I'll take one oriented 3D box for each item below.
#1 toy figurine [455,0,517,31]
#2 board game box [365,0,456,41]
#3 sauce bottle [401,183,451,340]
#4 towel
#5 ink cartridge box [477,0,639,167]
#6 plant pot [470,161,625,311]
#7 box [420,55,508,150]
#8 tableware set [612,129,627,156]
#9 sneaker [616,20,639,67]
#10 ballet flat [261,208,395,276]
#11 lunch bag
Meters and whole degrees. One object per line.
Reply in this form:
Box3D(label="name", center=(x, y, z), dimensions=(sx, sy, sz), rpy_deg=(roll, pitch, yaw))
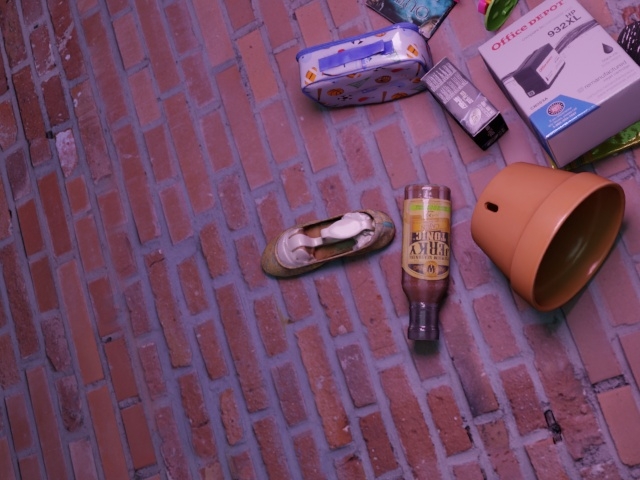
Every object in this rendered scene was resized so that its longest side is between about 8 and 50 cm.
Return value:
Box3D(label="toy figurine", center=(0.363, -0.581, 1.780), dimensions=(0.159, 0.130, 0.173), rpy_deg=(37, 75, 23))
Box3D(label="board game box", center=(0.214, -0.566, 1.877), dimensions=(0.186, 0.026, 0.126), rpy_deg=(39, 97, 20))
Box3D(label="sauce bottle", center=(0.235, 0.049, 1.751), dimensions=(0.111, 0.111, 0.344), rpy_deg=(-1, 84, 20))
Box3D(label="towel", center=(0.593, -0.227, 1.668), dimensions=(0.237, 0.021, 0.102), rpy_deg=(-22, 92, 25))
Box3D(label="ink cartridge box", center=(0.501, -0.340, 1.632), dimensions=(0.223, 0.129, 0.307), rpy_deg=(-34, 52, 13))
Box3D(label="plant pot", center=(0.445, -0.029, 1.607), dimensions=(0.203, 0.291, 0.291), rpy_deg=(36, 97, 37))
Box3D(label="box", center=(0.320, -0.299, 1.740), dimensions=(0.077, 0.147, 0.180), rpy_deg=(-42, 72, 11))
Box3D(label="tableware set", center=(0.581, -0.279, 1.697), dimensions=(0.194, 0.039, 0.128), rpy_deg=(31, 95, 21))
Box3D(label="sneaker", center=(0.772, -0.374, 1.608), dimensions=(0.330, 0.146, 0.122), rpy_deg=(27, 114, 44))
Box3D(label="ballet flat", center=(0.000, 0.000, 1.842), dimensions=(0.348, 0.123, 0.123), rpy_deg=(-15, 79, 19))
Box3D(label="lunch bag", center=(0.109, -0.394, 1.779), dimensions=(0.303, 0.243, 0.115), rpy_deg=(-12, 80, 20))
